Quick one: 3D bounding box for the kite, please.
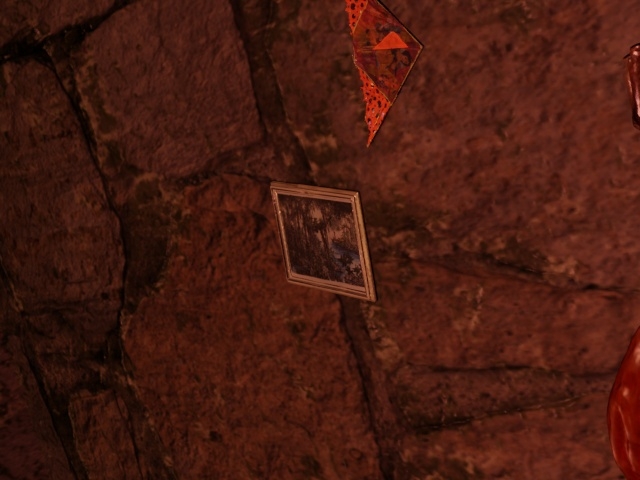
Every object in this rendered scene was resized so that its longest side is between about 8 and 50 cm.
[{"bbox_3d":[0.071,-0.210,1.490,0.125,0.008,0.222,6,112,53],"label":"kite"}]

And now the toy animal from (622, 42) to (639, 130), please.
[{"bbox_3d":[0.362,-0.077,1.110,0.260,0.087,0.243,63,159,7],"label":"toy animal"}]

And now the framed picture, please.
[{"bbox_3d":[0.000,0.000,1.695,0.183,0.011,0.142,10,115,52],"label":"framed picture"}]

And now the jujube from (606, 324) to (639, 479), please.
[{"bbox_3d":[0.346,0.152,1.142,0.197,0.197,0.290,36,149,40],"label":"jujube"}]
